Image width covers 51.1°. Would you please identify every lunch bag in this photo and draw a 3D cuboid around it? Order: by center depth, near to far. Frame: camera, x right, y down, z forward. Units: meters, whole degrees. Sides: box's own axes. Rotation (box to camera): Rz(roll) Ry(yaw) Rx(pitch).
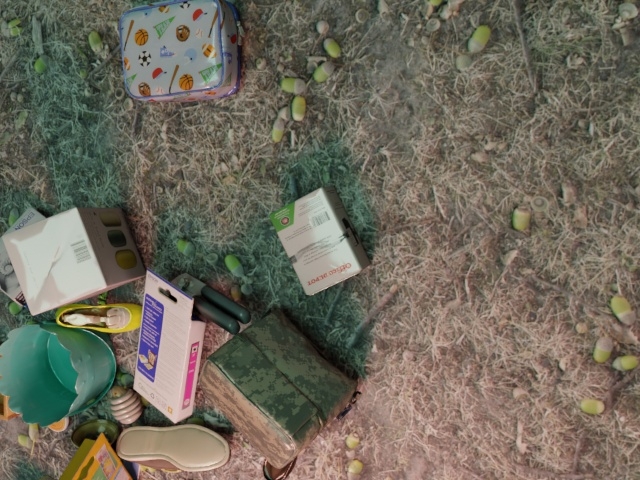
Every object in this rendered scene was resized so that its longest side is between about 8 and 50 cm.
[{"bbox_3d":[-0.087,0.326,1.532,0.305,0.256,0.212,43,148,12],"label":"lunch bag"},{"bbox_3d":[-0.324,-0.453,1.574,0.303,0.115,0.243,-1,95,22],"label":"lunch bag"}]

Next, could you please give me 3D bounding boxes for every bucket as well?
[{"bbox_3d":[-0.700,0.337,1.796,0.281,0.183,0.281,3,100,20],"label":"bucket"}]

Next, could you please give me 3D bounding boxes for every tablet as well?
[{"bbox_3d":[-0.531,0.653,1.874,0.054,0.006,0.083,14,102,19],"label":"tablet"}]

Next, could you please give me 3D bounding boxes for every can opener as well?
[{"bbox_3d":[-0.275,0.155,1.638,0.280,0.074,0.093,21,146,41],"label":"can opener"}]

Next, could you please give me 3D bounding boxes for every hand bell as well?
[{"bbox_3d":[-0.623,0.635,1.870,0.126,0.126,0.242,13,115,18],"label":"hand bell"}]

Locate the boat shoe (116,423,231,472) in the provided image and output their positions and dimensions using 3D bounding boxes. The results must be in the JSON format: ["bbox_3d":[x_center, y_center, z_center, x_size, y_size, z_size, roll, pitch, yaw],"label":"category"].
[{"bbox_3d":[-0.372,0.550,1.751,0.324,0.096,0.116,-3,57,18],"label":"boat shoe"}]

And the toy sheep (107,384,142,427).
[{"bbox_3d":[-0.523,0.448,1.801,0.091,0.091,0.132,-20,105,22],"label":"toy sheep"}]

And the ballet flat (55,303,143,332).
[{"bbox_3d":[-0.565,0.201,1.726,0.231,0.077,0.077,3,90,-11],"label":"ballet flat"}]

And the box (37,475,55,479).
[{"bbox_3d":[-0.760,0.844,1.930,0.243,0.117,0.213,23,105,17],"label":"box"}]

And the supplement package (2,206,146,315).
[{"bbox_3d":[-0.592,0.042,1.645,0.198,0.263,0.199,-21,91,6],"label":"supplement package"}]

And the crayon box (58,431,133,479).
[{"bbox_3d":[-0.584,0.659,1.716,0.083,0.203,0.323,5,132,20],"label":"crayon box"}]

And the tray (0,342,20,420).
[{"bbox_3d":[-1.071,0.390,2.004,0.411,0.076,0.202,7,101,20],"label":"tray"}]

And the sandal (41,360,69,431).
[{"bbox_3d":[-0.812,0.433,1.906,0.102,0.076,0.265,-23,92,25],"label":"sandal"}]

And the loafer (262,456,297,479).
[{"bbox_3d":[-0.096,0.512,1.649,0.080,0.078,0.220,25,106,16],"label":"loafer"}]

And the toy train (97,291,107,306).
[{"bbox_3d":[-0.588,0.148,1.814,0.024,0.017,0.083,11,102,9],"label":"toy train"}]

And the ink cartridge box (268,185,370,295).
[{"bbox_3d":[0.000,0.000,1.531,0.153,0.087,0.208,-25,88,22],"label":"ink cartridge box"}]

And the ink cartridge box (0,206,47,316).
[{"bbox_3d":[-0.769,0.053,1.792,0.224,0.045,0.223,33,73,12],"label":"ink cartridge box"}]

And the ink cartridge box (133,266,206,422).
[{"bbox_3d":[-0.378,0.258,1.673,0.176,0.069,0.371,28,120,31],"label":"ink cartridge box"}]
